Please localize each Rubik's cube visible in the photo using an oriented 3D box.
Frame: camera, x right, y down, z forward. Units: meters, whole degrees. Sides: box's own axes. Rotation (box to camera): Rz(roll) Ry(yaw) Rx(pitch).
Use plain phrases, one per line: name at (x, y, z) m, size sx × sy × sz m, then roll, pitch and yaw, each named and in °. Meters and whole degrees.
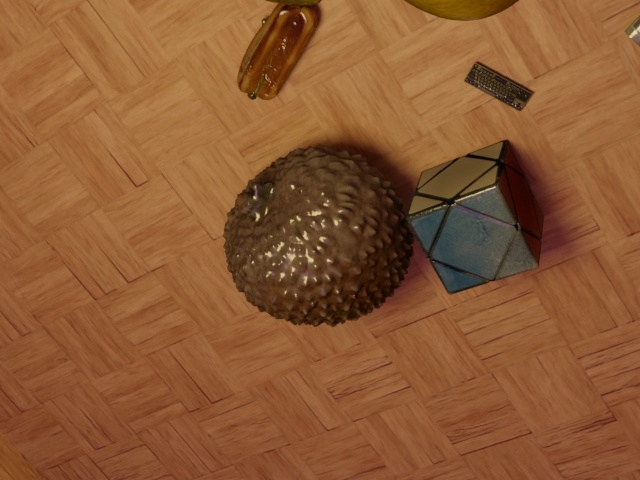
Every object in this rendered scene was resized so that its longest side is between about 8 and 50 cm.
Rubik's cube at (0.317, -0.046, 2.067) m, size 0.205 × 0.207 × 0.205 m, roll -20°, pitch 115°, yaw 25°

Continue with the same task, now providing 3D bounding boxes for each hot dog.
hot dog at (-0.093, -0.384, 2.058) m, size 0.104 × 0.076 × 0.250 m, roll 18°, pitch 131°, yaw -19°

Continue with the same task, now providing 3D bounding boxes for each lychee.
lychee at (0.000, 0.000, 2.099) m, size 0.432 × 0.380 × 0.380 m, roll 32°, pitch 128°, yaw -33°

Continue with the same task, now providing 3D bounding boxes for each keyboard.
keyboard at (0.349, -0.302, 2.009) m, size 0.129 × 0.015 × 0.049 m, roll 28°, pitch 125°, yaw -3°

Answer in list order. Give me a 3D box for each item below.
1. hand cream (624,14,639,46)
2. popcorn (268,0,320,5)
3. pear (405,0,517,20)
hand cream at (0.653, -0.444, 1.809) m, size 0.079 × 0.048 × 0.255 m, roll 39°, pitch 123°, yaw -8°
popcorn at (-0.061, -0.545, 1.869) m, size 0.249 × 0.249 × 0.225 m, roll 6°, pitch 94°, yaw 13°
pear at (0.226, -0.544, 1.652) m, size 0.362 × 0.418 × 0.362 m, roll 11°, pitch 128°, yaw 14°
